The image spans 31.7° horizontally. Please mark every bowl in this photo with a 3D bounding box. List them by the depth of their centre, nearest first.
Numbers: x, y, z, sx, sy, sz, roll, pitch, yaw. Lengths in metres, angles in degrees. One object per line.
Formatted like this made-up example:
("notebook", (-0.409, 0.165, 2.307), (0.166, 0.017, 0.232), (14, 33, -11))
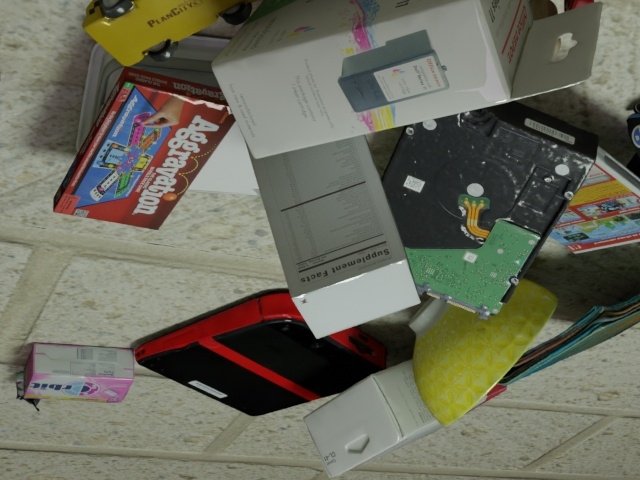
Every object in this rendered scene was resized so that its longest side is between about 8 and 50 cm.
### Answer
("bowl", (0.242, 0.149, 1.875), (0.156, 0.289, 0.289), (42, 140, 3))

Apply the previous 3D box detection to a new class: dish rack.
("dish rack", (-0.132, -0.138, 1.424), (0.333, 0.072, 0.285), (4, 149, -16))

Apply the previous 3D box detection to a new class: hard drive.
("hard drive", (0.194, -0.051, 1.517), (0.237, 0.064, 0.339), (21, 134, 0))

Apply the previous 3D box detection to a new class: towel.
("towel", (0.486, 0.144, 1.936), (0.370, 0.040, 0.271), (-14, 161, -44))

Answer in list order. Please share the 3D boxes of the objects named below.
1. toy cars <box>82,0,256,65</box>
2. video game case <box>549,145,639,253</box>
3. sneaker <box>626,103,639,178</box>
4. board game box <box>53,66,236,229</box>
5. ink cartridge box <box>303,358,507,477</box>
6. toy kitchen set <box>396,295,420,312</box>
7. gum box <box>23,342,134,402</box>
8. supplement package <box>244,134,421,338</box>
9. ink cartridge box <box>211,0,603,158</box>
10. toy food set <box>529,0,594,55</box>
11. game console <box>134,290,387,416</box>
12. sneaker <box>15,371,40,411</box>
("toy cars", (-0.115, -0.323, 1.101), (0.176, 0.087, 0.394), (3, 145, -25))
("video game case", (0.358, -0.065, 1.596), (0.285, 0.025, 0.204), (30, 152, -33))
("sneaker", (0.493, -0.146, 1.484), (0.147, 0.130, 0.330), (-5, 150, -9))
("board game box", (-0.216, -0.103, 1.372), (0.145, 0.027, 0.281), (9, 146, -26))
("ink cartridge box", (0.157, 0.300, 2.065), (0.306, 0.131, 0.226), (-12, 160, -44))
("toy kitchen set", (0.207, 0.025, 1.720), (0.166, 0.122, 0.207), (17, 143, -35))
("gum box", (-0.425, 0.238, 2.006), (0.188, 0.062, 0.107), (6, 147, -21))
("supplement package", (0.011, -0.033, 1.309), (0.139, 0.244, 0.134), (-19, 153, 4))
("ink cartridge box", (0.093, -0.211, 1.141), (0.353, 0.207, 0.119), (-11, 119, 24))
("toy food set", (0.244, -0.294, 1.243), (0.111, 0.104, 0.232), (7, 131, 1))
("game console", (-0.094, 0.215, 2.058), (0.342, 0.060, 0.386), (-19, 148, 26))
("sneaker", (-0.506, 0.279, 2.053), (0.098, 0.069, 0.038), (4, 149, -18))
